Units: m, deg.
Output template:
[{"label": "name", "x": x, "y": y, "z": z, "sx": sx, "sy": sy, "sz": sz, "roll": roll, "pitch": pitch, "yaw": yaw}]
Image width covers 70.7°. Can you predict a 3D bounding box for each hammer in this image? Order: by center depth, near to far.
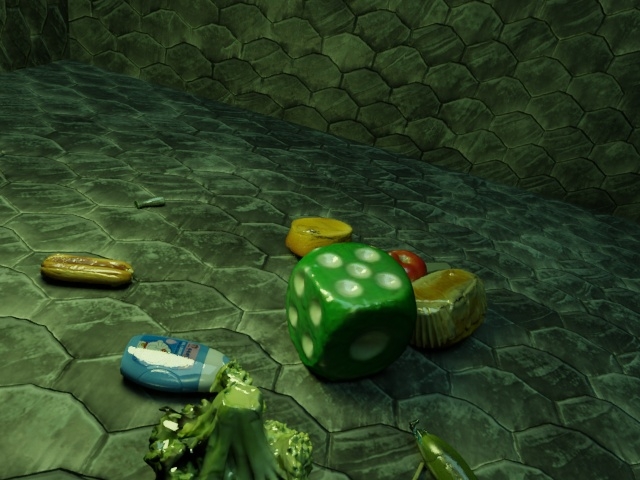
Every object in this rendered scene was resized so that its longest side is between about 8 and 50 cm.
[{"label": "hammer", "x": 0.207, "y": 0.573, "z": 1.011, "sx": 0.060, "sy": 0.028, "sz": 0.195, "roll": 35, "pitch": 34, "yaw": 19}]

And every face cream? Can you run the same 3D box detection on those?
[{"label": "face cream", "x": -0.348, "y": 0.311, "z": 1.119, "sx": 0.263, "sy": 0.083, "sz": 0.149, "roll": 12, "pitch": 34, "yaw": -7}]

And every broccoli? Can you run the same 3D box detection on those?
[{"label": "broccoli", "x": -0.172, "y": 0.399, "z": 0.861, "sx": 0.347, "sy": 0.281, "sz": 0.293, "roll": 24, "pitch": 29, "yaw": 30}]

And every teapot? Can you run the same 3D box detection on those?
[{"label": "teapot", "x": -0.666, "y": -0.147, "z": 1.755, "sx": 0.110, "sy": 0.043, "sz": 0.042, "roll": -17, "pitch": 44, "yaw": -37}]

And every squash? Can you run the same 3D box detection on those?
[{"label": "squash", "x": 0.313, "y": 0.553, "z": 1.036, "sx": 0.087, "sy": 0.087, "sz": 0.331, "roll": -4, "pitch": 35, "yaw": -30}]

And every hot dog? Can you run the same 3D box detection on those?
[{"label": "hot dog", "x": -0.686, "y": 0.092, "z": 1.331, "sx": 0.249, "sy": 0.068, "sz": 0.100, "roll": 9, "pitch": 19, "yaw": -16}]

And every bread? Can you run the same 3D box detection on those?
[{"label": "bread", "x": 0.414, "y": 0.233, "z": 1.533, "sx": 0.388, "sy": 0.183, "sz": 0.236, "roll": -16, "pitch": 28, "yaw": -33}, {"label": "bread", "x": 0.000, "y": 0.000, "z": 1.719, "sx": 0.269, "sy": 0.143, "sz": 0.195, "roll": -2, "pitch": 24, "yaw": -30}]

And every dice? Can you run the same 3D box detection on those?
[{"label": "dice", "x": 0.078, "y": 0.197, "z": 1.295, "sx": 0.286, "sy": 0.298, "sz": 0.300, "roll": -4, "pitch": 36, "yaw": -24}]

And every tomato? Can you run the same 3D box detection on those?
[{"label": "tomato", "x": 0.297, "y": 0.120, "z": 1.672, "sx": 0.194, "sy": 0.136, "sz": 0.195, "roll": 9, "pitch": 32, "yaw": -6}]

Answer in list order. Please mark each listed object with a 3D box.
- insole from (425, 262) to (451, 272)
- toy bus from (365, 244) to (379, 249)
[{"label": "insole", "x": 0.466, "y": 0.112, "z": 1.883, "sx": 0.191, "sy": 0.010, "sz": 0.063, "roll": -2, "pitch": 36, "yaw": -28}, {"label": "toy bus", "x": 0.151, "y": 0.117, "z": 1.552, "sx": 0.125, "sy": 0.210, "sz": 0.136, "roll": 20, "pitch": 21, "yaw": 8}]
